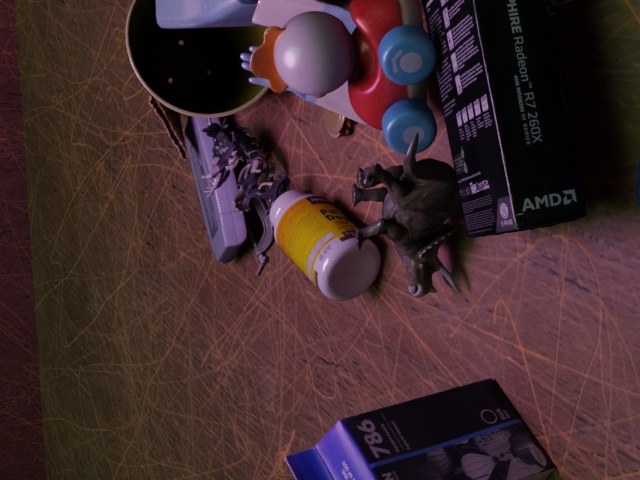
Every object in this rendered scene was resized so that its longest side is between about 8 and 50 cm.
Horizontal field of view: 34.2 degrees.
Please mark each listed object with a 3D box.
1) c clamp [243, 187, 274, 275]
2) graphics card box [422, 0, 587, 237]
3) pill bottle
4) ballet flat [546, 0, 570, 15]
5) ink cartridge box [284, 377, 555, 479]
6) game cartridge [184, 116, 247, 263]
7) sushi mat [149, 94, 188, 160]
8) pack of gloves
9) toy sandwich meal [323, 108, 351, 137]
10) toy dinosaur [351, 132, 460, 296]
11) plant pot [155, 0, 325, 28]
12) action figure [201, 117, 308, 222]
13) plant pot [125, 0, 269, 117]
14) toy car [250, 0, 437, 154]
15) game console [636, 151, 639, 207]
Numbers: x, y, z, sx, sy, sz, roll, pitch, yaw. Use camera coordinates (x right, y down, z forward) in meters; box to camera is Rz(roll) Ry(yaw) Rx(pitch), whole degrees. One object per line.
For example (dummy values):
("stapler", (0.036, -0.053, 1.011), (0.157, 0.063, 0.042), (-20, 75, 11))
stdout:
("c clamp", (-0.134, -0.028, 2.056), (0.137, 0.022, 0.161), (-50, 56, 53))
("graphics card box", (0.212, -0.192, 1.270), (0.233, 0.094, 0.371), (152, 108, -83))
("pill bottle", (0.000, 0.000, 1.740), (0.215, 0.117, 0.117), (44, 135, 45))
("ballet flat", (0.308, -0.321, 1.179), (0.067, 0.073, 0.206), (62, 155, 6))
("ink cartridge box", (0.135, 0.295, 1.380), (0.165, 0.332, 0.065), (56, 143, 33))
("game cartridge", (-0.210, -0.114, 2.087), (0.196, 0.060, 0.294), (126, 130, -75))
("sushi mat", (-0.318, -0.281, 2.134), (0.151, 0.019, 0.316), (62, -177, -27))
("pack of gloves", (0.002, -0.293, 1.591), (0.195, 0.232, 0.046), (119, 167, -48))
("toy sandwich meal", (0.032, -0.210, 1.715), (0.085, 0.029, 0.086), (-178, 90, -65))
("toy dinosaur", (0.130, -0.060, 1.440), (0.313, 0.160, 0.121), (97, 171, -47))
("plant pot", (-0.109, -0.449, 1.634), (0.252, 0.247, 0.247), (-147, 53, -60))
("action figure", (-0.143, -0.120, 1.911), (0.141, 0.164, 0.275), (-53, 55, 10))
("plant pot", (-0.230, -0.346, 1.930), (0.293, 0.274, 0.275), (176, 84, -77))
("toy car", (0.024, -0.239, 1.426), (0.219, 0.238, 0.210), (-99, 3, -51))
("game console", (0.442, -0.139, 1.033), (0.250, 0.173, 0.293), (-91, 2, -73))
